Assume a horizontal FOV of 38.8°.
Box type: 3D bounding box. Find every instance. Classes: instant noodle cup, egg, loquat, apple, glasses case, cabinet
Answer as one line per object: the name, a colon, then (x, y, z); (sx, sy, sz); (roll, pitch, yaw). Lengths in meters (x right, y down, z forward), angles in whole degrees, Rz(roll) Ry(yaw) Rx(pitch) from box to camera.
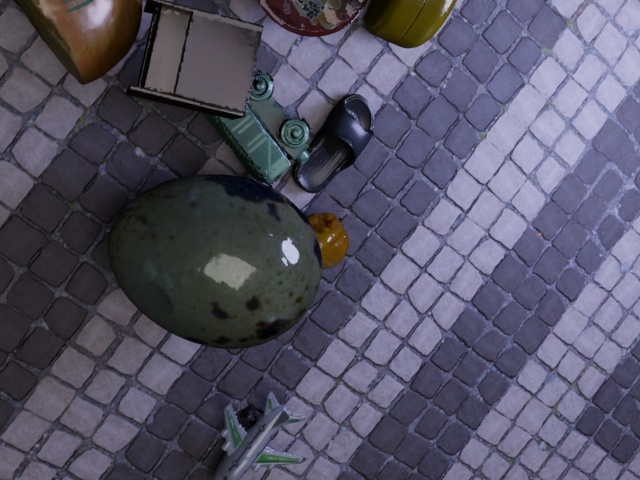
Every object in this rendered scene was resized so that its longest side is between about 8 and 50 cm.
instant noodle cup: (-0.027, -0.554, 1.842); (0.274, 0.091, 0.273); (-6, 106, -20)
egg: (-0.206, 0.037, 1.803); (0.428, 0.345, 0.344); (13, 100, -17)
loquat: (0.000, 0.000, 1.996); (0.137, 0.113, 0.137); (4, 83, -31)
apple: (-0.459, -0.456, 1.663); (0.252, 0.314, 0.309); (-25, 114, 33)
glasses case: (0.232, -0.581, 1.885); (0.141, 0.173, 0.371); (19, 97, -20)
cabinet: (-0.241, -0.337, 1.703); (0.215, 0.148, 0.174); (11, 92, -16)

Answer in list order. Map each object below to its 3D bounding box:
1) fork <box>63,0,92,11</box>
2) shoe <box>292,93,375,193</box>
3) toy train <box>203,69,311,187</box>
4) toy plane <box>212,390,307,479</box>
fork: (-0.358, -0.457, 1.578); (0.235, 0.021, 0.039); (-45, 130, -40)
shoe: (0.041, -0.201, 1.965); (0.108, 0.093, 0.241); (38, 91, -24)
toy train: (-0.130, -0.245, 1.876); (0.154, 0.115, 0.269); (-41, 115, -8)
toy plane: (-0.157, 0.463, 2.069); (0.255, 0.101, 0.251); (-47, 115, 1)
